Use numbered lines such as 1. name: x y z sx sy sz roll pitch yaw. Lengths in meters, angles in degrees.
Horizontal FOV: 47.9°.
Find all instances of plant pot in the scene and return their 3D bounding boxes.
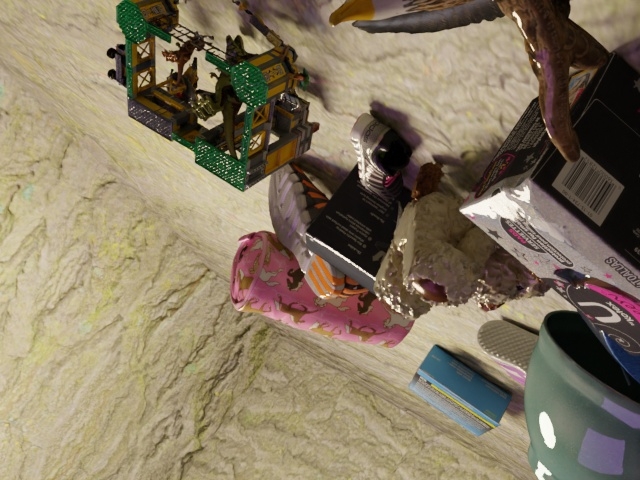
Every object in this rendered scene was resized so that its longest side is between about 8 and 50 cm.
1. plant pot: 0.397 0.252 0.965 0.293 0.196 0.293 19 -162 -6

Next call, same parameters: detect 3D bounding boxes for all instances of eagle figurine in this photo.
1. eagle figurine: 0.096 -0.226 0.560 0.298 0.225 0.226 -116 32 -52

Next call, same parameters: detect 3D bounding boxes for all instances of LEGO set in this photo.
1. LEGO set: -0.132 -0.241 1.065 0.331 0.192 0.254 25 132 27

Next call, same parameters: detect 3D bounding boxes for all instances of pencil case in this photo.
1. pencil case: 0.007 0.100 1.464 0.386 0.160 0.167 16 -148 -25

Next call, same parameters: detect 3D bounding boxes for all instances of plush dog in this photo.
1. plush dog: 0.222 0.018 1.015 0.226 0.210 0.262 18 166 -6

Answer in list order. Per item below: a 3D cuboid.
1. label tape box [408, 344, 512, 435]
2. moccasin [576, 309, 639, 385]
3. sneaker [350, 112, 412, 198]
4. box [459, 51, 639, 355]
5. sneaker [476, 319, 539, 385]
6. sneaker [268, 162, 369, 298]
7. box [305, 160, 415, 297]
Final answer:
1. label tape box: 0.368 0.392 1.896 0.241 0.105 0.333 33 165 12
2. moccasin: 0.351 0.036 0.851 0.342 0.138 0.117 55 -168 -1
3. sneaker: 0.098 -0.110 1.052 0.075 0.063 0.170 33 161 35
4. box: 0.290 -0.022 0.695 0.247 0.163 0.142 38 164 -6
5. sneaker: 0.438 0.253 1.356 0.282 0.102 0.161 36 173 47
6. sneaker: 0.026 -0.024 1.360 0.321 0.180 0.124 63 142 31
7. box: 0.082 -0.018 1.186 0.156 0.158 0.093 35 165 10
